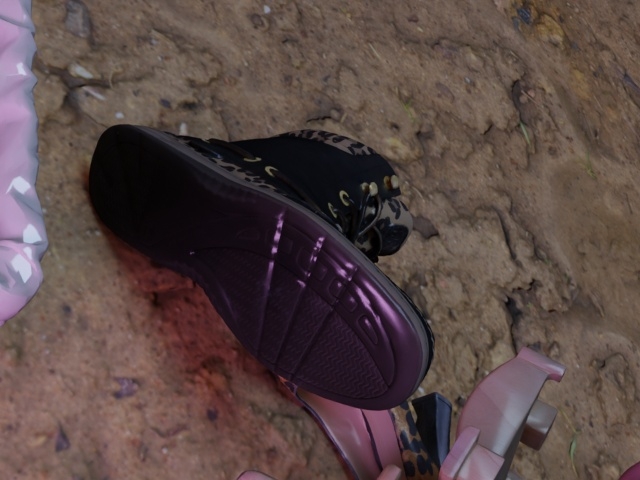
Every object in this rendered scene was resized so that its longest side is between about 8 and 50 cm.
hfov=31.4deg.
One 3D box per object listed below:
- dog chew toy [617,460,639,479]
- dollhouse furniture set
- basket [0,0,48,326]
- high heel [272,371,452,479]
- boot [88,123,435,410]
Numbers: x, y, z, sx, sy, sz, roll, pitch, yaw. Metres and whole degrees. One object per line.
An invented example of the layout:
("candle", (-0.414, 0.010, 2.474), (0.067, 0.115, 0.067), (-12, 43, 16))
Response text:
("dog chew toy", (0.371, 0.353, 1.212), (0.206, 0.206, 0.332), (47, 28, -7))
("dollhouse furniture set", (0.075, 0.157, 0.926), (0.174, 0.303, 0.355), (26, 51, 17))
("basket", (-0.376, -0.075, 0.690), (0.328, 0.266, 0.331), (18, 47, -37))
("high heel", (0.029, 0.188, 1.062), (0.261, 0.093, 0.186), (31, 46, -27))
("boot", (0.000, 0.000, 1.070), (0.377, 0.138, 0.284), (31, 23, 28))
